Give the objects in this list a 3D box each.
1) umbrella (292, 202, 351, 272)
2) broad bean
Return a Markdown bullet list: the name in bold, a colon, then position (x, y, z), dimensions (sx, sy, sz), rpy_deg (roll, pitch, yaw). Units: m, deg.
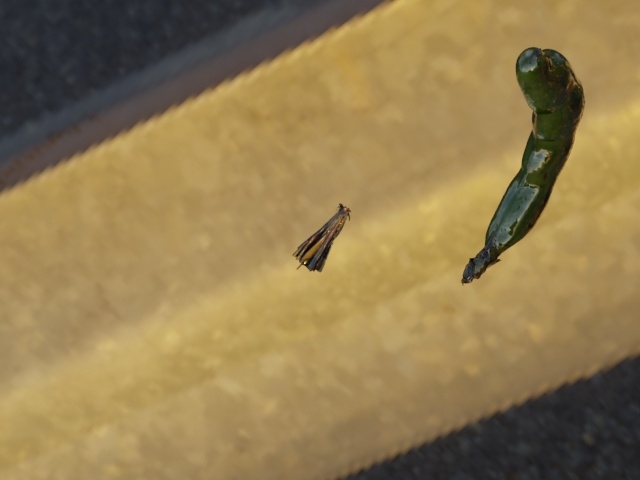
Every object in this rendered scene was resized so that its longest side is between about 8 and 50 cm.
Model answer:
- **umbrella**: position (0.002, 0.000, 1.668), dimensions (0.083, 0.020, 0.031), rpy_deg (-49, 61, 26)
- **broad bean**: position (0.211, -0.088, 1.887), dimensions (0.049, 0.292, 0.144), rpy_deg (32, 42, 22)
